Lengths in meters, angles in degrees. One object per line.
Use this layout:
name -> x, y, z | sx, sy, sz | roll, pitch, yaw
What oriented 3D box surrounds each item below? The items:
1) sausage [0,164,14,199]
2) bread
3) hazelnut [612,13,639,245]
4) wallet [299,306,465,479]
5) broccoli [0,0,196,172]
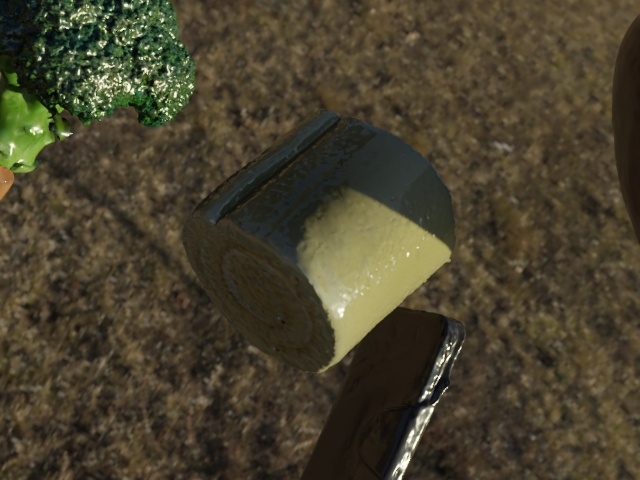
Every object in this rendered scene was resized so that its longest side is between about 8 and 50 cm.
sausage -> -0.368, -0.052, 1.205 | 0.034, 0.083, 0.034 | 29, 39, -26
bread -> 0.000, 0.000, 0.784 | 0.148, 0.134, 0.141 | 35, 59, 24
hazelnut -> 0.421, -0.070, 0.731 | 0.402, 0.402, 0.429 | 17, 9, -24
wallet -> 0.049, 0.214, 1.207 | 0.042, 0.165, 0.309 | 32, 77, -24
broccoli -> -0.282, -0.200, 1.199 | 0.298, 0.297, 0.297 | 24, 25, -12
